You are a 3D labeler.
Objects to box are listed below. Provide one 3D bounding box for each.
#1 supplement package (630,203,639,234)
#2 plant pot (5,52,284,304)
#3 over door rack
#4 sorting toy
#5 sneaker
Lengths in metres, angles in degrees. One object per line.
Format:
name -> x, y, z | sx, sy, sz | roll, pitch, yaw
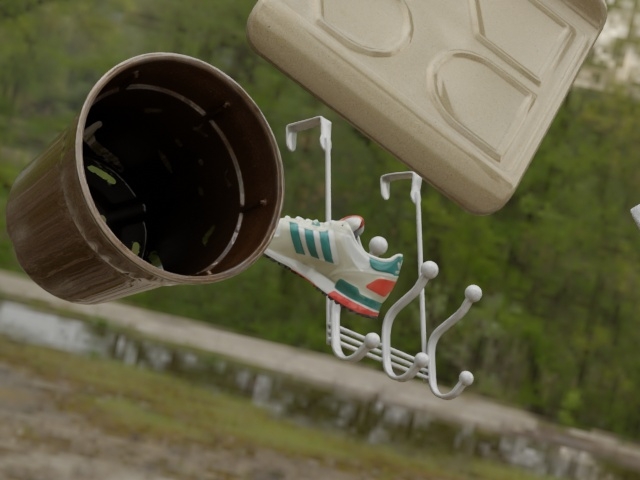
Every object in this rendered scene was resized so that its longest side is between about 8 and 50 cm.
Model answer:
supplement package -> 0.400, 0.051, 1.248 | 0.145, 0.204, 0.262 | 57, 5, -47
plant pot -> -0.140, -0.032, 1.173 | 0.167, 0.167, 0.165 | 11, -20, -33
over door rack -> 0.086, 0.013, 1.950 | 0.108, 0.324, 0.239 | -26, -30, 26
sorting toy -> 0.040, -0.178, 1.123 | 0.307, 0.229, 0.041 | 37, -36, -4
sneaker -> 0.000, 0.000, 1.428 | 0.161, 0.075, 0.057 | 34, 5, 11
